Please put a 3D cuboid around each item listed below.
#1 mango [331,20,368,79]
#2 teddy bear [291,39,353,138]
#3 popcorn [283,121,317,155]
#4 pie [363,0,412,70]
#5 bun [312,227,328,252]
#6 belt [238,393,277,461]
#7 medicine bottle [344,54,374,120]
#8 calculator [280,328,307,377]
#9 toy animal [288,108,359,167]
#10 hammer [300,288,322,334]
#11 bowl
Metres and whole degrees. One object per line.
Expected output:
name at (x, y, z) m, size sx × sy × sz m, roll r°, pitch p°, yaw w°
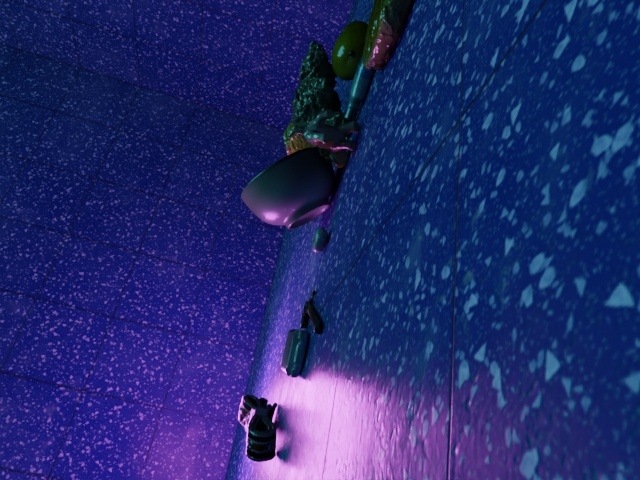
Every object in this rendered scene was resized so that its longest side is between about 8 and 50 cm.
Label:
mango at (0.117, -0.685, 1.797) m, size 0.332 × 0.142 × 0.195 m, roll -85°, pitch 18°, yaw -55°
teddy bear at (0.005, -0.548, 1.887) m, size 0.357 × 0.224 × 0.368 m, roll -157°, pitch 74°, yaw -83°
popcorn at (-0.057, -0.455, 2.275) m, size 0.174 × 0.225 × 0.286 m, roll -83°, pitch 12°, yaw -66°
pie at (0.192, -0.649, 1.428) m, size 0.339 × 0.083 × 0.340 m, roll -166°, pitch 90°, yaw -84°
bun at (0.000, 0.000, 1.633) m, size 0.083 × 0.045 × 0.084 m, roll -168°, pitch 90°, yaw -83°
belt at (-0.199, 0.592, 1.614) m, size 0.359 × 0.126 × 0.094 m, roll 180°, pitch 104°, yaw -81°
medicine bottle at (0.129, -0.504, 1.670) m, size 0.090 × 0.053 × 0.209 m, roll -92°, pitch 17°, yaw -61°
calculator at (-0.083, 0.342, 1.547) m, size 0.246 × 0.045 × 0.141 m, roll 136°, pitch 147°, yaw -75°
toy animal at (0.032, -0.319, 1.613) m, size 0.168 × 0.233 × 0.122 m, roll -7°, pitch 74°, yaw 38°
hammer at (-0.022, 0.217, 1.440) m, size 0.297 × 0.026 × 0.125 m, roll -160°, pitch 86°, yaw -82°
bowl at (-0.085, -0.161, 1.797) m, size 0.185 × 0.353 × 0.354 m, roll 60°, pitch 162°, yaw 8°
